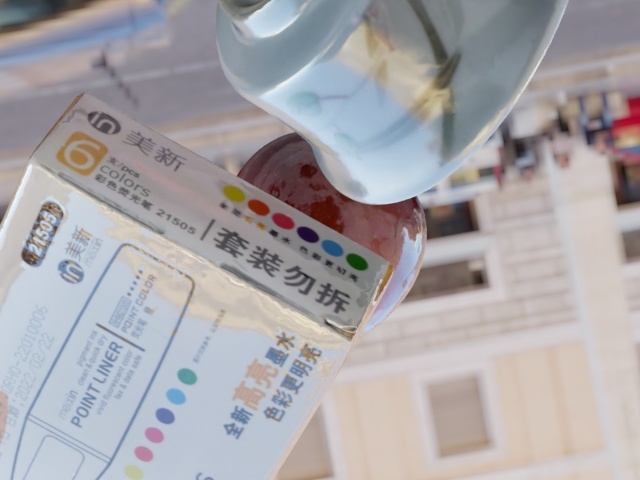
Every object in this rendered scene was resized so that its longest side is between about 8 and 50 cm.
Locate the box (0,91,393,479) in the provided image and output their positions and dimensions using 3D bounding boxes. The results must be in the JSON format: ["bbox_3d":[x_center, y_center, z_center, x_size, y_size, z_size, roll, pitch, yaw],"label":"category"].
[{"bbox_3d":[-0.110,0.073,1.158,0.274,0.221,0.091,-62,179,38],"label":"box"}]

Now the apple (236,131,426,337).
[{"bbox_3d":[0.000,0.000,1.973,0.201,0.218,0.218,-51,167,13],"label":"apple"}]

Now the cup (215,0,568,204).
[{"bbox_3d":[0.031,-0.214,1.440,0.163,0.347,0.347,21,163,-29],"label":"cup"}]
